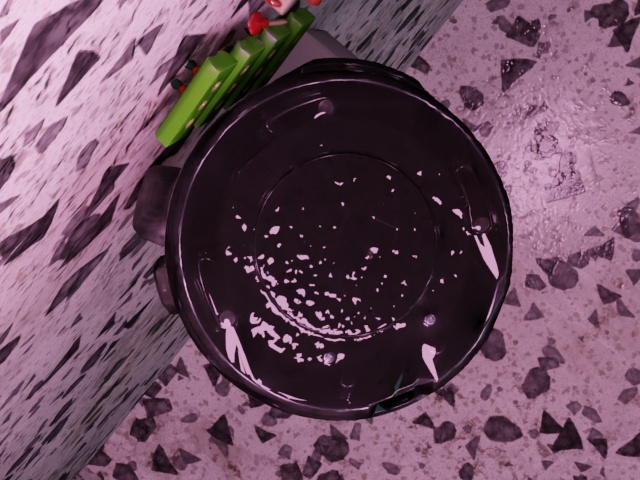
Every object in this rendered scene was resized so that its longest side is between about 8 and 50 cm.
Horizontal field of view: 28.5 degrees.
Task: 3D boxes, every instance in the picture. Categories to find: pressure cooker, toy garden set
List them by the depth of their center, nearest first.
[{"bbox_3d":[-0.072,-0.220,1.327,0.204,0.049,0.244,-50,177,31],"label":"toy garden set"},{"bbox_3d":[-0.003,0.005,1.437,0.375,0.370,0.420,-32,-178,-6],"label":"pressure cooker"}]

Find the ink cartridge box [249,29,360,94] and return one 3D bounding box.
[{"bbox_3d":[-0.020,-0.151,1.749,0.233,0.168,0.171,-50,178,14],"label":"ink cartridge box"}]
